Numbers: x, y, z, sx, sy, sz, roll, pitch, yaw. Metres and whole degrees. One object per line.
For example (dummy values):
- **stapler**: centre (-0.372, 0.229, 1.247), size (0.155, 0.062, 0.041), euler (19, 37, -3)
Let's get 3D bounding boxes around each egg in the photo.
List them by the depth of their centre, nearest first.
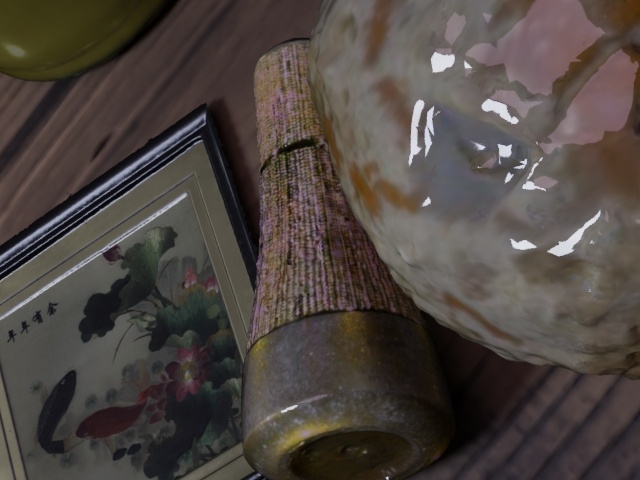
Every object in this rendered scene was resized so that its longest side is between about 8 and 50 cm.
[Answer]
- **egg**: centre (0.092, -0.056, 0.587), size (0.195, 0.195, 0.233), euler (-38, 43, 17)

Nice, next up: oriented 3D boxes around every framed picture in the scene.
- **framed picture**: centre (-0.100, 0.060, 0.784), size (0.195, 0.010, 0.199), euler (-33, 57, 20)

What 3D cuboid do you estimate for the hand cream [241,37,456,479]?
- **hand cream**: centre (0.000, 0.000, 0.701), size (0.084, 0.084, 0.203), euler (-25, 55, 25)

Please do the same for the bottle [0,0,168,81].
- **bottle**: centre (-0.213, -0.212, 0.750), size (0.171, 0.351, 0.171), euler (-12, 66, 29)
